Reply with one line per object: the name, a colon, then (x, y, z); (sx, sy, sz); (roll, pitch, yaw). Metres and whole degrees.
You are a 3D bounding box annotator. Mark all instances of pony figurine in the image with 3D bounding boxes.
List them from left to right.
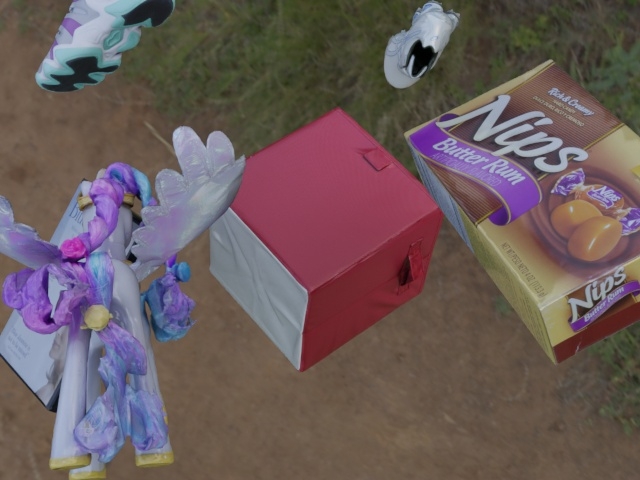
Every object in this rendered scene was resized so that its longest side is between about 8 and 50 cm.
pony figurine: (-0.226, 0.051, 1.100); (0.303, 0.351, 0.363); (-3, 74, -8)

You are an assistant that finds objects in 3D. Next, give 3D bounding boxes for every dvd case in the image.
dvd case: (-0.307, 0.063, 1.320); (0.180, 0.022, 0.253); (30, 93, 48)

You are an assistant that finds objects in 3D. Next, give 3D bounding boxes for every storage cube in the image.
storage cube: (0.000, 0.000, 1.236); (0.193, 0.183, 0.215); (-31, 64, -24)

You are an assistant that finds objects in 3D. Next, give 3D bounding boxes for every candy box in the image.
candy box: (0.136, -0.025, 0.621); (0.109, 0.053, 0.186); (-27, 40, -1)

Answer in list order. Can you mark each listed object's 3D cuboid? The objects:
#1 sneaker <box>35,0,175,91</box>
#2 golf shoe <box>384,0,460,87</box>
sneaker: (-0.129, -0.133, 0.604); (0.098, 0.038, 0.069); (-33, 67, 19)
golf shoe: (0.124, -0.249, 1.462); (0.069, 0.176, 0.086); (23, 60, -6)
